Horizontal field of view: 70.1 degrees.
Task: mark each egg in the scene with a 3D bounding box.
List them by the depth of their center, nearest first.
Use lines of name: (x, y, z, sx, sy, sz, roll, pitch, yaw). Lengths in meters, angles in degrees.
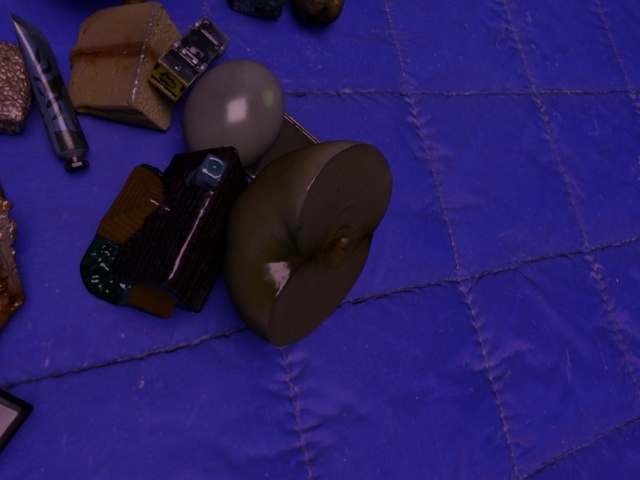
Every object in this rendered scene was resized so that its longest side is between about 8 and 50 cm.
egg: (-0.170, -0.244, 0.901, 0.186, 0.186, 0.253, 31, 62, -13)

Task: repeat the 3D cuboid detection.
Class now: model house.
model house: (-0.255, -0.022, 0.771, 0.230, 0.249, 0.280, 25, 68, -15)

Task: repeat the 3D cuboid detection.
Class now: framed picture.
framed picture: (-0.038, -0.152, 1.025, 0.260, 0.023, 0.189, 39, 65, -9)

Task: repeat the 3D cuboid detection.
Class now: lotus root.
lotus root: (-0.006, -0.650, 1.117, 0.145, 0.128, 0.260, 9, 77, -39)

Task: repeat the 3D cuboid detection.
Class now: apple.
apple: (0.000, 0.000, 0.833, 0.360, 0.320, 0.311, -18, 84, -61)

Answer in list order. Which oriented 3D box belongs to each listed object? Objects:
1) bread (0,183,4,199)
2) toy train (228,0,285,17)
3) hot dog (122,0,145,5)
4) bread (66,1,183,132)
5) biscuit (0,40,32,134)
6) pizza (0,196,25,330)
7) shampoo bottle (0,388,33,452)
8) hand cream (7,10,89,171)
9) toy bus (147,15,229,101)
bread: (-0.619, -0.065, 0.731, 0.193, 0.064, 0.193, 6, 76, -26)
toy train: (-0.151, -0.687, 1.067, 0.159, 0.129, 0.326, -2, 77, -18)
hot dog: (-0.391, -0.519, 0.970, 0.044, 0.028, 0.137, 4, 70, 5)
bread: (-0.395, -0.345, 0.923, 0.178, 0.135, 0.240, 1, 74, 12)
biscuit: (-0.554, -0.272, 0.810, 0.082, 0.070, 0.168, 6, 72, -32)
pizza: (-0.553, 0.027, 0.684, 0.182, 0.074, 0.365, -11, 96, -25)
shampoo bottle: (-0.531, 0.336, 0.648, 0.080, 0.079, 0.246, 34, 65, -10)
hand cream: (-0.480, -0.260, 0.816, 0.058, 0.091, 0.271, -16, 97, 5)
toy bus: (-0.255, -0.368, 0.915, 0.081, 0.074, 0.226, 37, 42, -22)
